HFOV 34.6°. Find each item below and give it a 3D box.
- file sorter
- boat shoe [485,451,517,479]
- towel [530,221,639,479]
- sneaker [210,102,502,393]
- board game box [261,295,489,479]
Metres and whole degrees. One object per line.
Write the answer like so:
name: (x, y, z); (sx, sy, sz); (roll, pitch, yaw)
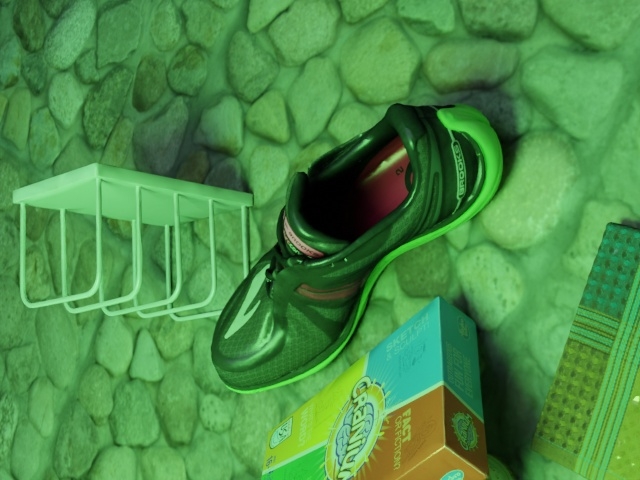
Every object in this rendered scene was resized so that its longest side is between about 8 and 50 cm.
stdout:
file sorter: (-0.257, 0.013, 1.436); (0.193, 0.278, 0.173); (-12, 75, 40)
boat shoe: (0.075, 0.365, 1.147); (0.121, 0.110, 0.341); (45, 106, 28)
towel: (0.393, 0.155, 0.977); (0.370, 0.040, 0.271); (23, 96, 45)
sneaker: (0.000, 0.000, 1.253); (0.483, 0.202, 0.185); (-49, 52, 24)
board game box: (0.050, 0.240, 1.172); (0.316, 0.064, 0.242); (-42, 22, 28)
